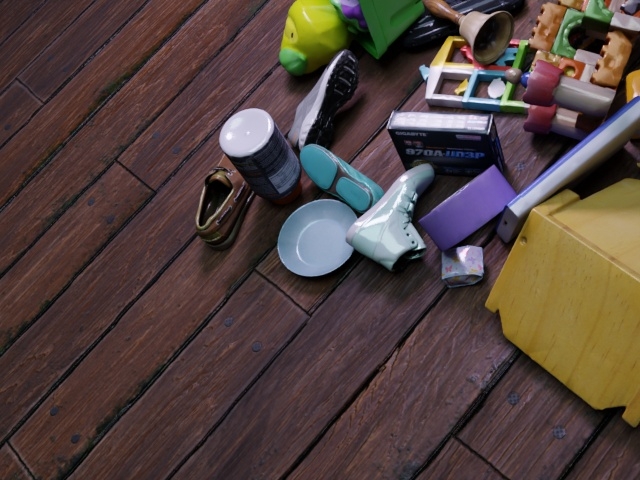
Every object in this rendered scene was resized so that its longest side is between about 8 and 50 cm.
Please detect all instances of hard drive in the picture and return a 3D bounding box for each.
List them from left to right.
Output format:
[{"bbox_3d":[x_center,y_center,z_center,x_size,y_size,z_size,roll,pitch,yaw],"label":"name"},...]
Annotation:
[{"bbox_3d":[0.481,-0.130,1.496,0.318,0.210,0.040,-39,75,-3],"label":"hard drive"}]

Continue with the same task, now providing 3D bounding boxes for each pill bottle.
[{"bbox_3d":[-0.123,-0.177,1.750,0.130,0.246,0.131,-9,59,16],"label":"pill bottle"}]

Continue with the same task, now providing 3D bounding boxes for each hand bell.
[{"bbox_3d":[0.324,-0.519,1.806,0.126,0.126,0.242,-42,51,-4],"label":"hand bell"}]

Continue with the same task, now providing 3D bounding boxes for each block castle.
[{"bbox_3d":[0.531,-0.442,1.539,0.212,0.303,0.454,21,89,16],"label":"block castle"}]

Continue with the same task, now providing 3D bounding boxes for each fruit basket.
[{"bbox_3d":[0.028,-0.592,1.919,0.391,0.283,0.392,-13,46,14],"label":"fruit basket"}]

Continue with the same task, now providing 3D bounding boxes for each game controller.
[{"bbox_3d":[0.337,-0.577,1.914,0.319,0.067,0.167,-18,42,12],"label":"game controller"}]

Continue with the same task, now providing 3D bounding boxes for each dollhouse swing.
[{"bbox_3d":[0.566,0.090,1.425,0.347,0.304,0.315,40,123,34],"label":"dollhouse swing"}]

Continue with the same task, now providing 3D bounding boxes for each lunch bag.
[{"bbox_3d":[0.291,0.053,1.564,0.083,0.053,0.071,-14,55,26],"label":"lunch bag"}]

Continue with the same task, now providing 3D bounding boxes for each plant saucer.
[{"bbox_3d":[0.000,0.000,1.724,0.194,0.037,0.195,-11,58,18],"label":"plant saucer"}]

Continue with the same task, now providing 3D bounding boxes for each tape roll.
[{"bbox_3d":[0.293,-0.064,1.540,0.189,0.189,0.080,-38,88,-2],"label":"tape roll"}]

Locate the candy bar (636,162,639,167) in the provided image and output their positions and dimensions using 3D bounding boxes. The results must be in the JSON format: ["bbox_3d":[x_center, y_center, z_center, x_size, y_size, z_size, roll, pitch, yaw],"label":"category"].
[{"bbox_3d":[0.678,-0.107,1.492,0.040,0.018,0.161,-1,35,-23],"label":"candy bar"}]

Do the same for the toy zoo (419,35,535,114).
[{"bbox_3d":[0.369,-0.391,1.801,0.293,0.030,0.192,12,67,27],"label":"toy zoo"}]

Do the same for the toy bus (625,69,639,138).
[{"bbox_3d":[0.776,-0.281,1.507,0.332,0.130,0.108,-2,60,22],"label":"toy bus"}]

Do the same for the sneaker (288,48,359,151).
[{"bbox_3d":[0.000,-0.337,1.854,0.108,0.100,0.272,31,95,43],"label":"sneaker"}]

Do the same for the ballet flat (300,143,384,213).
[{"bbox_3d":[0.054,-0.136,1.756,0.247,0.087,0.083,41,113,32],"label":"ballet flat"}]

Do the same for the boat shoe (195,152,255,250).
[{"bbox_3d":[-0.219,-0.132,1.850,0.110,0.104,0.308,0,62,22],"label":"boat shoe"}]

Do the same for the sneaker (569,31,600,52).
[{"bbox_3d":[0.622,-0.509,1.730,0.225,0.088,0.093,-34,53,1],"label":"sneaker"}]

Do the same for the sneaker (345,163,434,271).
[{"bbox_3d":[0.192,-0.042,1.645,0.151,0.094,0.256,39,75,22],"label":"sneaker"}]

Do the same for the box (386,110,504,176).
[{"bbox_3d":[0.271,-0.203,1.645,0.220,0.175,0.051,7,65,25],"label":"box"}]
